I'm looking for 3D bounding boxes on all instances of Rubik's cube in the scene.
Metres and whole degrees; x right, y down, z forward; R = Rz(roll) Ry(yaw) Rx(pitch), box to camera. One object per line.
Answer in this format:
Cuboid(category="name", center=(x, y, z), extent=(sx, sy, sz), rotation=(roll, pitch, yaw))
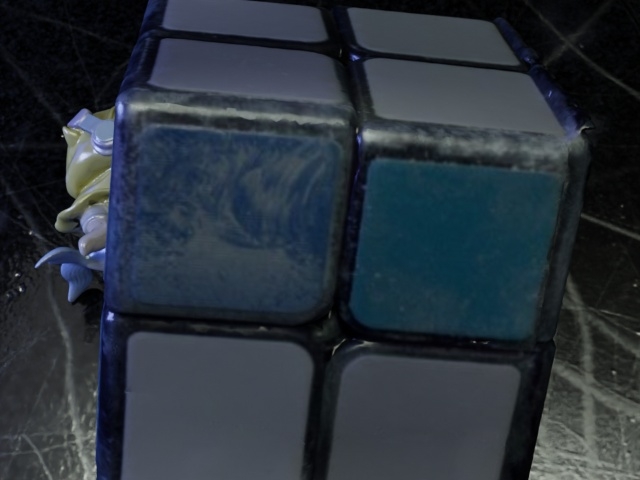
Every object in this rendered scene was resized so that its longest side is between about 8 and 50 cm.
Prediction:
Cuboid(category="Rubik's cube", center=(0.000, 0.000, 0.957), extent=(0.313, 0.318, 0.316), rotation=(4, 23, -6))

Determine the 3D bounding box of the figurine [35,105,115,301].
Cuboid(category="figurine", center=(-0.188, -0.039, 1.180), extent=(0.184, 0.128, 0.208), rotation=(38, 77, 22))
